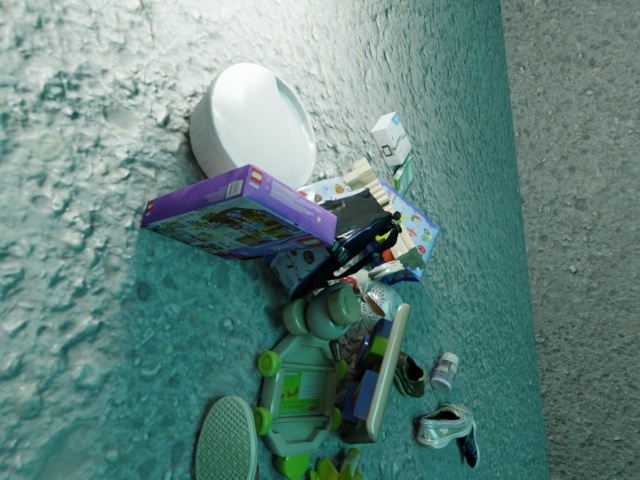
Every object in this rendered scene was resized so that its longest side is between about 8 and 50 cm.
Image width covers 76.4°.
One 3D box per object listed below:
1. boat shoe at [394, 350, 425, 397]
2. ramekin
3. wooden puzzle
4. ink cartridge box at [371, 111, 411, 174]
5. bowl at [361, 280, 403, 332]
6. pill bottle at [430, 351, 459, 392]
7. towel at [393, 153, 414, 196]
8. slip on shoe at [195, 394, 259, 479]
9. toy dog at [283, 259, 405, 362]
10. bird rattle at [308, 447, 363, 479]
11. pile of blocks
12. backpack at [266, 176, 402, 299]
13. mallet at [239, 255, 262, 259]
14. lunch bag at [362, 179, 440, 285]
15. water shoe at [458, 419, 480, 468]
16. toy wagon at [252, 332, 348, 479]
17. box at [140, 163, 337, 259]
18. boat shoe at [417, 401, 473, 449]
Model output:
[{"bbox_3d":[0.297,0.446,1.328,0.257,0.095,0.095,49,52,-34],"label":"boat shoe"},{"bbox_3d":[-0.143,-0.212,0.848,0.273,0.127,0.272,16,68,-44],"label":"ramekin"},{"bbox_3d":[0.128,0.353,1.061,0.348,0.081,0.322,97,13,-61],"label":"wooden puzzle"},{"bbox_3d":[0.250,-0.328,1.382,0.180,0.060,0.104,56,48,-30],"label":"ink cartridge box"},{"bbox_3d":[0.206,0.206,1.260,0.170,0.080,0.170,9,79,-49],"label":"bowl"},{"bbox_3d":[0.475,0.497,1.541,0.137,0.078,0.078,-51,123,-39],"label":"pill bottle"},{"bbox_3d":[0.297,-0.219,1.431,0.152,0.023,0.113,-58,144,-35],"label":"towel"},{"bbox_3d":[-0.168,0.471,0.793,0.101,0.123,0.331,31,52,-80],"label":"slip on shoe"},{"bbox_3d":[0.067,0.177,0.997,0.334,0.220,0.161,-19,91,-41],"label":"toy dog"},{"bbox_3d":[0.074,0.660,1.033,0.207,0.143,0.253,-38,118,-62],"label":"bird rattle"},{"bbox_3d":[0.162,-0.060,1.154,0.362,0.113,0.149,65,12,21],"label":"pile of blocks"},{"bbox_3d":[0.000,0.000,0.907,0.213,0.263,0.276,50,37,17],"label":"backpack"},{"bbox_3d":[-0.159,-0.050,0.902,0.062,0.039,0.189,4,79,-48],"label":"mallet"},{"bbox_3d":[0.213,-0.038,1.271,0.293,0.138,0.221,45,55,-21],"label":"lunch bag"},{"bbox_3d":[0.597,0.831,1.670,0.080,0.073,0.203,0,81,-27],"label":"water shoe"},{"bbox_3d":[-0.052,0.397,0.953,0.267,0.068,0.344,24,69,-45],"label":"toy wagon"},{"bbox_3d":[-0.147,-0.033,0.713,0.201,0.293,0.057,29,62,-44],"label":"box"},{"bbox_3d":[0.459,0.654,1.482,0.320,0.118,0.103,-1,91,-42],"label":"boat shoe"}]
